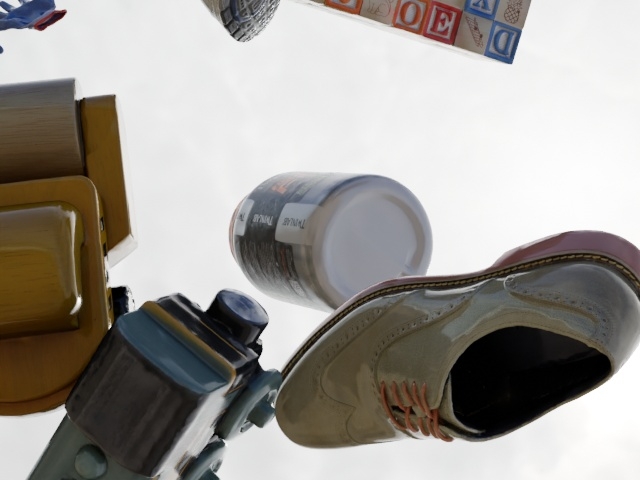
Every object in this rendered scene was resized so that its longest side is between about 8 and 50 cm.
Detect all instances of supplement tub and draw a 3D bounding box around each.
[{"bbox_3d":[0.000,0.000,1.683,0.316,0.193,0.194,7,-61,62],"label":"supplement tub"}]

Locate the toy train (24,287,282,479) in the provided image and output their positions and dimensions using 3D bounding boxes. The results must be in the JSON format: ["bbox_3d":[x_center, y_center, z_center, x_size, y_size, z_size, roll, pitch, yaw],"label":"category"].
[{"bbox_3d":[-0.165,0.184,1.027,0.142,0.190,0.334,40,-71,14],"label":"toy train"}]

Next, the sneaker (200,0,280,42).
[{"bbox_3d":[-0.142,-0.373,1.544,0.129,0.111,0.297,37,-13,36],"label":"sneaker"}]

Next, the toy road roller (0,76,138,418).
[{"bbox_3d":[-0.276,-0.005,1.096,0.240,0.202,0.330,103,-20,-78],"label":"toy road roller"}]

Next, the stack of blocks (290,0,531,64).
[{"bbox_3d":[0.100,-0.320,1.360,0.087,0.297,0.171,26,-78,62],"label":"stack of blocks"}]

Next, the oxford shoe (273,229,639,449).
[{"bbox_3d":[0.095,0.112,1.053,0.397,0.146,0.140,-29,-75,34],"label":"oxford shoe"}]

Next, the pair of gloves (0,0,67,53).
[{"bbox_3d":[-0.430,-0.273,1.594,0.159,0.198,0.023,27,-31,52],"label":"pair of gloves"}]
